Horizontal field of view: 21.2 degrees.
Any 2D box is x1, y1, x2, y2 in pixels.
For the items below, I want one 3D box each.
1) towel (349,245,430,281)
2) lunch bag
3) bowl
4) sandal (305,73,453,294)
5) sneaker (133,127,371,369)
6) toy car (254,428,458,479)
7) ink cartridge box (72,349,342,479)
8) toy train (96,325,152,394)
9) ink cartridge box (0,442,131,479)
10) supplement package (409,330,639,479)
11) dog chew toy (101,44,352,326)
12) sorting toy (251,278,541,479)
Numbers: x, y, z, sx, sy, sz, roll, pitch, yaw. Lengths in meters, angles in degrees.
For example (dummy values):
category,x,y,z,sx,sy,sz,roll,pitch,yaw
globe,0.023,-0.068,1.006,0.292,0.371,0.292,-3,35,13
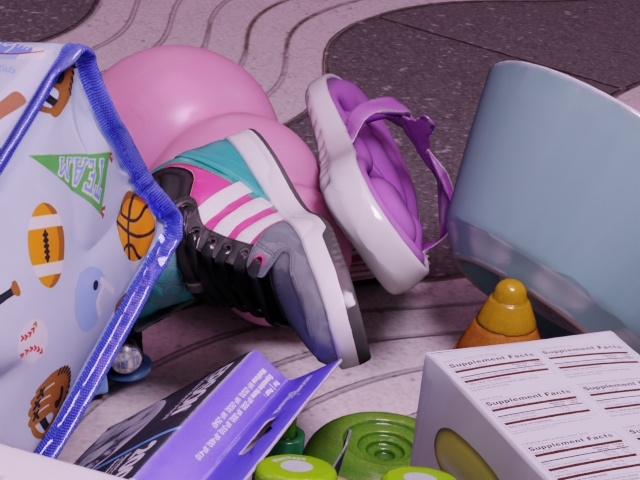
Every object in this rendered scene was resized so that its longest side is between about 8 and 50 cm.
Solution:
category,x,y,z,sx,sy,sz,roll,pitch,yaw
towel,0.000,0.000,1.689,0.144,0.029,0.197,-9,25,-30
lunch bag,-0.325,0.064,1.152,0.328,0.239,0.385,4,51,29
bowl,0.232,0.000,1.478,0.311,0.163,0.311,35,-7,5
sandal,0.072,-0.064,1.574,0.102,0.169,0.416,-32,20,10
sneaker,-0.086,0.023,1.311,0.178,0.124,0.295,-21,34,-11
toy car,0.018,0.201,1.115,0.149,0.155,0.188,6,12,1
ink cartridge box,-0.106,0.149,1.166,0.208,0.045,0.206,-29,9,28
toy train,-0.207,0.065,1.439,0.105,0.080,0.184,-10,28,-18
ink cartridge box,-0.093,0.245,0.908,0.278,0.201,0.117,13,25,18
supplement package,0.161,0.192,1.088,0.149,0.194,0.203,-5,25,-23
dog chew toy,-0.092,-0.040,1.562,0.206,0.206,0.332,-12,39,-34
sorting toy,0.069,0.121,1.312,0.127,0.126,0.365,24,29,34
